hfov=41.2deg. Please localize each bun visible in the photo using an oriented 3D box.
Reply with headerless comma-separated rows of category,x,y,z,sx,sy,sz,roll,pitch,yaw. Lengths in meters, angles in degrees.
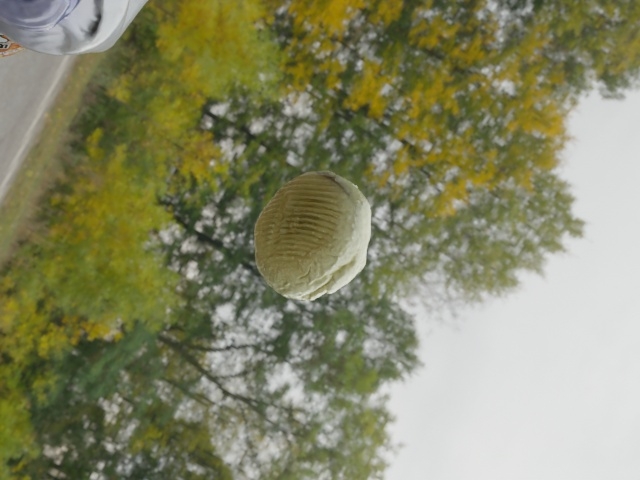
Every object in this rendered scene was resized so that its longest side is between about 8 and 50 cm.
bun,0.000,0.000,1.405,0.220,0.134,0.221,-17,-122,29

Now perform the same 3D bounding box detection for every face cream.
face cream,-0.199,-0.301,0.765,0.420,0.137,0.235,-83,170,-53

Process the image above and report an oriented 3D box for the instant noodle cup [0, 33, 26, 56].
instant noodle cup,-0.455,-0.383,1.189,0.192,0.250,0.250,-20,-140,58
